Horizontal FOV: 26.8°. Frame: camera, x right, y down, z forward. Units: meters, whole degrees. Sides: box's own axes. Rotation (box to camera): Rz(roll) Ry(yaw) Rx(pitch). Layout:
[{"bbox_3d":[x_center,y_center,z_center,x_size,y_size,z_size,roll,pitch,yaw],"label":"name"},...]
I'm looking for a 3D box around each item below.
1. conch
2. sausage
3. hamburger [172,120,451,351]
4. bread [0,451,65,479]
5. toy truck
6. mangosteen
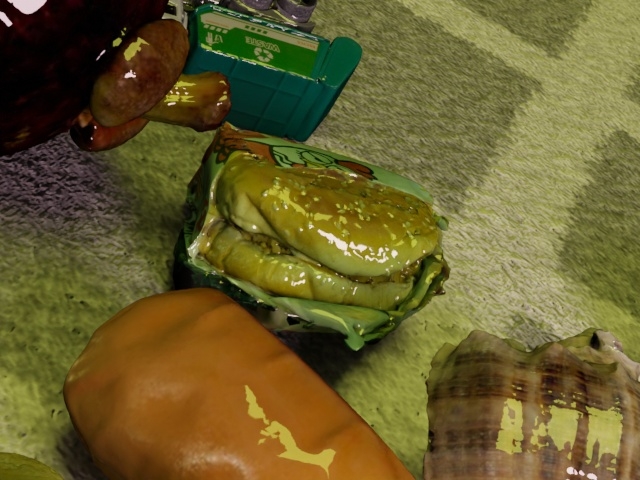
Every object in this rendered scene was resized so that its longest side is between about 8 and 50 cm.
[{"bbox_3d":[0.172,0.154,0.871,0.159,0.210,0.291,-13,38,18],"label":"conch"},{"bbox_3d":[-0.044,0.130,0.810,0.241,0.120,0.136,37,66,20],"label":"sausage"},{"bbox_3d":[0.000,0.003,1.019,0.214,0.125,0.235,11,20,-8],"label":"hamburger"},{"bbox_3d":[-0.178,0.168,0.682,0.150,0.065,0.187,-8,41,-26],"label":"bread"},{"bbox_3d":[-0.089,-0.178,1.241,0.253,0.114,0.124,12,45,-22],"label":"toy truck"},{"bbox_3d":[-0.235,-0.185,0.994,0.297,0.293,0.297,-16,37,13],"label":"mangosteen"}]
